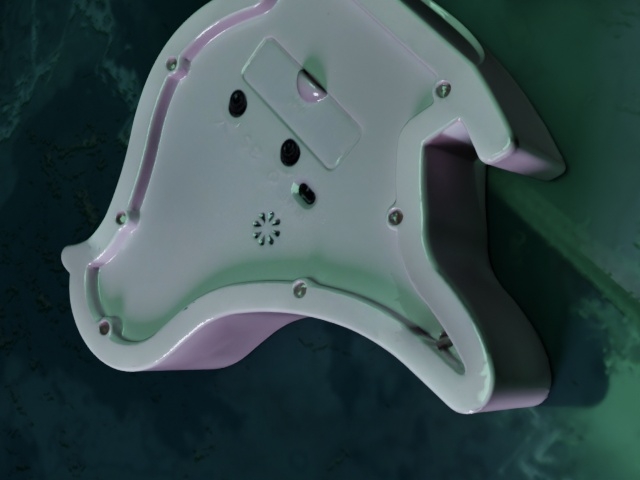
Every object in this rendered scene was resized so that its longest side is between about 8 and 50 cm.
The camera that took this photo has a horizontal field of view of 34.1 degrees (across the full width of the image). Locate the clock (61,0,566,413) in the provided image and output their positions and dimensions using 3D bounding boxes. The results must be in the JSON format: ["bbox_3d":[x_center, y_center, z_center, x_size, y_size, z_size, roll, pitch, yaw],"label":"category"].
[{"bbox_3d":[0.000,0.000,0.575,0.290,0.080,0.275,45,109,32],"label":"clock"}]
